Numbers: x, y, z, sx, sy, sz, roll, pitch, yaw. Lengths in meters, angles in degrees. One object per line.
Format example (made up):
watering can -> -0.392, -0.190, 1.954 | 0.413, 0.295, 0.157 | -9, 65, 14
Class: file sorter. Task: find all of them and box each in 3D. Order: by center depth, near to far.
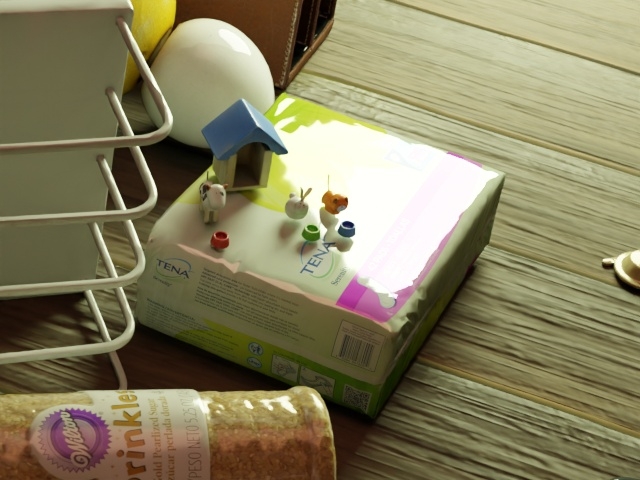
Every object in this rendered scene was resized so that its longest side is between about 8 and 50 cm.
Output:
file sorter -> -0.229, -0.016, 1.473 | 0.192, 0.278, 0.173 | -5, 41, -22

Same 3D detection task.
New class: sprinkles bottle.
sprinkles bottle -> -0.172, 0.161, 1.364 | 0.355, 0.121, 0.121 | 0, 35, -16

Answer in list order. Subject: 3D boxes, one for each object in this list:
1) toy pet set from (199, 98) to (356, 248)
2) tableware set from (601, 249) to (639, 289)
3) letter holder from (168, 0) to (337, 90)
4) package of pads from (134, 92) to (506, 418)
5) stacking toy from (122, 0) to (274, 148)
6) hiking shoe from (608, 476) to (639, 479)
toy pet set -> -0.041, -0.056, 1.586 | 0.122, 0.065, 0.114 | -6, 40, -21
tableware set -> 0.341, 0.040, 1.774 | 0.141, 0.020, 0.169 | -11, 41, -26
letter holder -> -0.134, -0.314, 1.981 | 0.301, 0.214, 0.152 | 18, 35, 11
package of pads -> 0.000, 0.000, 1.664 | 0.229, 0.101, 0.296 | 20, 35, 13
stacking toy -> -0.254, -0.234, 1.829 | 0.480, 0.350, 0.350 | 31, 35, -3
hiking shoe -> 0.304, 0.214, 1.425 | 0.227, 0.114, 0.086 | 28, 37, 23
